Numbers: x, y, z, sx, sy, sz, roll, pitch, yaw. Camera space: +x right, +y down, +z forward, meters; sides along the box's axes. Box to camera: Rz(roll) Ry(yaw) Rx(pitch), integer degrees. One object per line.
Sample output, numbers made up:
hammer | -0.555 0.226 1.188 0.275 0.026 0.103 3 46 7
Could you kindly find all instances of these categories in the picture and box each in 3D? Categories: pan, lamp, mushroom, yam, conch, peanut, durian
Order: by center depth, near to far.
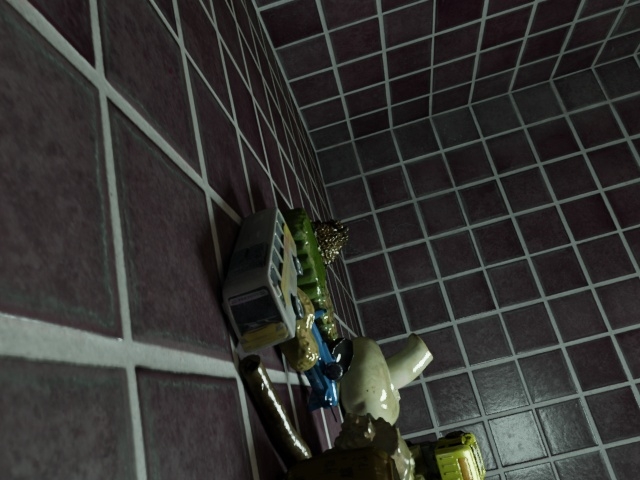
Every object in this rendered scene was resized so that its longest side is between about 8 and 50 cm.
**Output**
lamp | 0.036 0.409 0.787 0.161 0.184 0.162 -16 90 -82
yam | -0.057 0.319 0.844 0.045 0.045 0.327 40 -27 58
peanut | -0.054 0.172 1.043 0.083 0.093 0.194 -13 -84 69
conch | 0.084 0.498 1.059 0.263 0.186 0.325 -107 -165 -81
pan | 0.036 0.388 1.525 0.128 0.048 0.202 34 72 -50
durian | 0.000 0.000 1.542 0.167 0.196 0.196 61 9 -13
mushroom | 0.171 0.449 1.716 0.315 0.314 0.357 56 53 -72

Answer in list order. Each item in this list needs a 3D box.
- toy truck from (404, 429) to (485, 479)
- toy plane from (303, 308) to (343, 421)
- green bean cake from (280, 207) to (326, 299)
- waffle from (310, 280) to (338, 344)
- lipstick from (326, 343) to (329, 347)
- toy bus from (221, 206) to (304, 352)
toy truck | 0.357 0.803 1.773 0.254 0.404 0.181 13 61 -72
toy plane | -0.012 0.266 1.159 0.254 0.104 0.272 -173 -109 -81
green bean cake | -0.060 0.034 1.239 0.200 0.113 0.215 -86 160 -75
waffle | 0.008 0.218 1.673 0.292 0.056 0.309 -100 173 -45
lipstick | 0.032 0.374 1.597 0.037 0.037 0.116 -100 175 -48
toy bus | -0.096 0.055 0.913 0.343 0.097 0.138 -93 164 -67
